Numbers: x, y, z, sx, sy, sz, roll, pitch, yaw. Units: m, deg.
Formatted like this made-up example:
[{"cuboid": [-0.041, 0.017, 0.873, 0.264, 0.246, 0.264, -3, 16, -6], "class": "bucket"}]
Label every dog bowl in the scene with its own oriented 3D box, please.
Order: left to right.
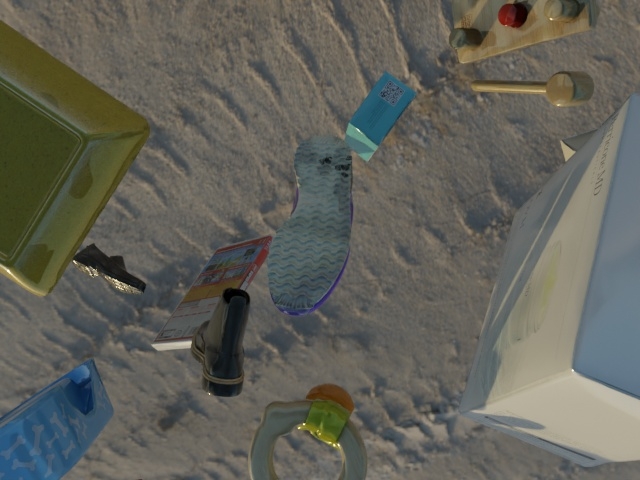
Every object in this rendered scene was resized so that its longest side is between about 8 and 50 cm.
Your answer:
[{"cuboid": [-0.311, 0.215, 0.699, 0.166, 0.297, 0.074, -34, 95, -5], "class": "dog bowl"}]

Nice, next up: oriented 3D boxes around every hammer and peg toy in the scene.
[{"cuboid": [0.326, -0.395, 1.109, 0.127, 0.361, 0.266, -13, -172, -41], "class": "hammer and peg toy"}]

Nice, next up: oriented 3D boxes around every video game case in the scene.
[{"cuboid": [-0.225, 0.110, 1.400, 0.204, 0.285, 0.025, -13, 127, 45], "class": "video game case"}]

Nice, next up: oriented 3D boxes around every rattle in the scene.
[{"cuboid": [-0.013, 0.269, 0.723, 0.130, 0.199, 0.143, -3, 176, -10], "class": "rattle"}]

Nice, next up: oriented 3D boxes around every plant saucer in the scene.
[{"cuboid": [-0.473, -0.121, 0.948, 0.333, 0.081, 0.332, 34, 101, -7], "class": "plant saucer"}]

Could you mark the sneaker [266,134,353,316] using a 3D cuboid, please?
[{"cuboid": [0.001, 0.000, 0.925, 0.102, 0.293, 0.146, 5, 142, 9], "class": "sneaker"}]

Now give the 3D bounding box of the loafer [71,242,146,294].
[{"cuboid": [-0.415, 0.054, 1.316, 0.170, 0.061, 0.062, 25, 150, 13], "class": "loafer"}]

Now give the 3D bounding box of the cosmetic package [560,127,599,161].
[{"cuboid": [0.431, -0.001, 0.841, 0.160, 0.113, 0.309, -16, 102, 13], "class": "cosmetic package"}]

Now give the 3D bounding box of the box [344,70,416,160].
[{"cuboid": [0.093, -0.200, 1.106, 0.060, 0.244, 0.100, 36, 90, -1], "class": "box"}]

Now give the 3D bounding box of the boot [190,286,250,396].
[{"cuboid": [-0.132, 0.115, 0.927, 0.077, 0.198, 0.137, 6, 103, -21], "class": "boot"}]

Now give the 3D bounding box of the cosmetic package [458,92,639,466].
[{"cuboid": [0.235, 0.047, 0.535, 0.138, 0.224, 0.224, 22, 157, 0], "class": "cosmetic package"}]

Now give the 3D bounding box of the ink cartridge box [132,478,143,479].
[{"cuboid": [-0.303, 0.386, 0.866, 0.151, 0.063, 0.109, 3, 91, -32], "class": "ink cartridge box"}]
